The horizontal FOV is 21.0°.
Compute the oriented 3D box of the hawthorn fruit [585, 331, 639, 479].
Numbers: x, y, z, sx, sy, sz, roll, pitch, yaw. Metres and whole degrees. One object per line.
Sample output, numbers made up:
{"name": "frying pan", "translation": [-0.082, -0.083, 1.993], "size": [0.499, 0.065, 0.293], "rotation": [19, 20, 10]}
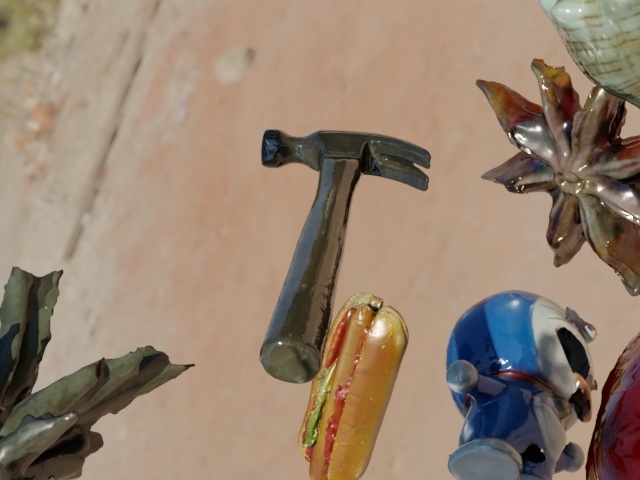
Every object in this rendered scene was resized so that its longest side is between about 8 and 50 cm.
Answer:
{"name": "hawthorn fruit", "translation": [0.333, 0.194, 1.388], "size": [0.307, 0.265, 0.265], "rotation": [-53, 6, -34]}

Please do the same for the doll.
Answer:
{"name": "doll", "translation": [0.201, 0.159, 1.746], "size": [0.161, 0.215, 0.257], "rotation": [-22, 34, 23]}

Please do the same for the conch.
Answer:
{"name": "conch", "translation": [0.275, -0.185, 1.433], "size": [0.203, 0.169, 0.386], "rotation": [-37, -42, -28]}

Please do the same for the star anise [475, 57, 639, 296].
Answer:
{"name": "star anise", "translation": [0.259, -0.078, 1.666], "size": [0.088, 0.288, 0.288], "rotation": [-42, -2, -38]}

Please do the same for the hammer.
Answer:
{"name": "hammer", "translation": [0.000, 0.000, 1.500], "size": [0.440, 0.168, 0.044], "rotation": [-73, -15, -63]}

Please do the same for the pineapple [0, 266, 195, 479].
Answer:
{"name": "pineapple", "translation": [-0.200, 0.135, 0.768], "size": [0.165, 0.165, 0.364], "rotation": [-59, -9, 27]}

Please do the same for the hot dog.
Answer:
{"name": "hot dog", "translation": [0.028, 0.163, 1.797], "size": [0.062, 0.092, 0.236], "rotation": [-18, -51, -50]}
